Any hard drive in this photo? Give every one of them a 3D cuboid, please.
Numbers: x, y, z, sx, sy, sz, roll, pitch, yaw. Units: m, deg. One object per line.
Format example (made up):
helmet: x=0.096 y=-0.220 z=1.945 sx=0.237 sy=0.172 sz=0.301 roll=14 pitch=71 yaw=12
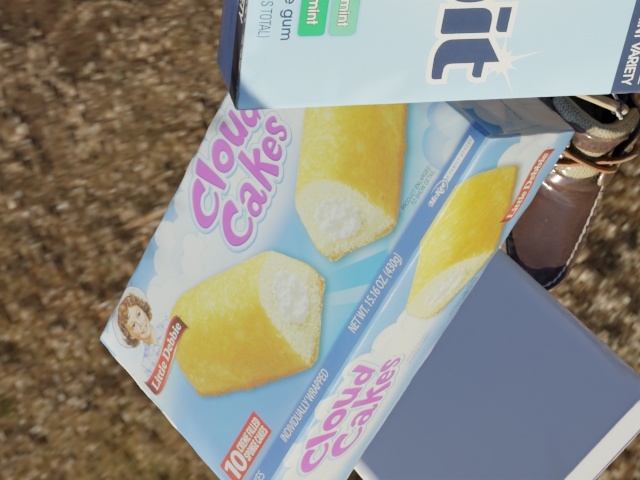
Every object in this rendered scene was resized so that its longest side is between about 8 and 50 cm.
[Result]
hard drive: x=0.096 y=0.103 z=1.293 sx=0.210 sy=0.040 sz=0.318 roll=-48 pitch=52 yaw=4

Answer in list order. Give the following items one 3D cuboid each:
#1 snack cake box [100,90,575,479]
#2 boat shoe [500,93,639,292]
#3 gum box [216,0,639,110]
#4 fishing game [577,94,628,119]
snack cake box: x=0.000 y=0.000 z=0.872 sx=0.152 sy=0.089 sz=0.264 roll=44 pitch=120 yaw=25
boat shoe: x=0.209 y=-0.105 z=1.349 sx=0.123 sy=0.123 sz=0.342 roll=7 pitch=106 yaw=-17
gum box: x=0.060 y=-0.127 z=0.599 sx=0.184 sy=0.041 sz=0.157 roll=-4 pitch=128 yaw=-15
fishing game: x=0.174 y=-0.223 z=1.114 sx=0.041 sy=0.189 sz=0.264 roll=-20 pitch=61 yaw=46
